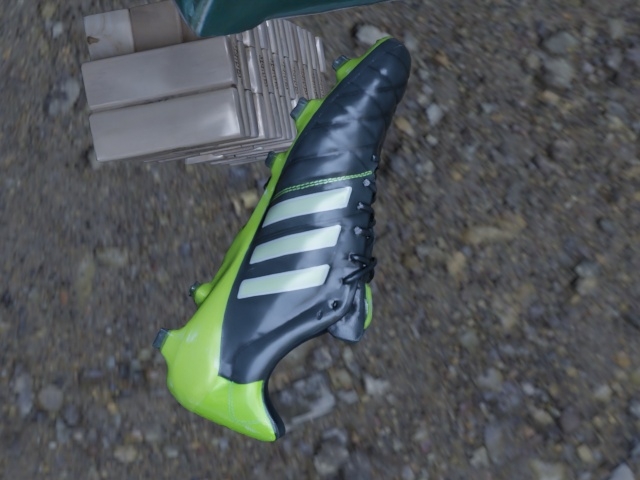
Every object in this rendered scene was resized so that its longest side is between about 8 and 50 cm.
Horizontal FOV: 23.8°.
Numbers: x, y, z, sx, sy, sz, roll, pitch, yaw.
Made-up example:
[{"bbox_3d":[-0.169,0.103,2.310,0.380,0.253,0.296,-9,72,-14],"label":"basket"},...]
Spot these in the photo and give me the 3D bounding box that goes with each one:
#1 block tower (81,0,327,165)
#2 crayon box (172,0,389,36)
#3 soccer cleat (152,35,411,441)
[{"bbox_3d":[-0.063,-0.102,1.034,0.097,0.335,0.091,-9,91,9],"label":"block tower"},{"bbox_3d":[-0.001,-0.218,0.424,0.203,0.323,0.083,-14,154,-30],"label":"crayon box"},{"bbox_3d":[0.000,0.000,0.641,0.072,0.060,0.179,30,89,8],"label":"soccer cleat"}]
